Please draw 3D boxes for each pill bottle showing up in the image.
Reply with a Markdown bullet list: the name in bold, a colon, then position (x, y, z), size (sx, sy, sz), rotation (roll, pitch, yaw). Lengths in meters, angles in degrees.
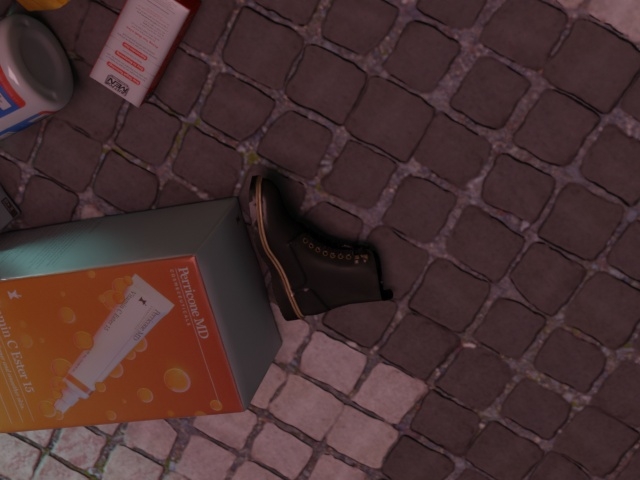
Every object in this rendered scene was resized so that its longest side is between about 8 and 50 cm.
- **pill bottle**: position (-0.415, -0.171, 1.425), size (0.221, 0.124, 0.124), rotation (-22, 108, 23)

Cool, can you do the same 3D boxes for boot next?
- **boot**: position (0.000, 0.000, 1.432), size (0.137, 0.077, 0.198), rotation (-10, 126, 14)

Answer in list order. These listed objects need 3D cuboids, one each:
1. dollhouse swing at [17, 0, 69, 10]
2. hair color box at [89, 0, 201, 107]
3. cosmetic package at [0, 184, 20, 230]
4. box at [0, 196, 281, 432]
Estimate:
- **dollhouse swing**: position (-0.310, -0.385, 1.121), size (0.315, 0.305, 0.347), rotation (-43, 119, 9)
- **hair color box**: position (-0.203, -0.232, 1.383), size (0.072, 0.043, 0.141), rotation (33, 118, -2)
- **cosmetic package**: position (-0.517, -0.014, 1.553), size (0.231, 0.085, 0.117), rotation (-30, 105, 27)
- **box**: position (-0.253, 0.096, 1.485), size (0.345, 0.168, 0.215), rotation (-8, 113, 18)
